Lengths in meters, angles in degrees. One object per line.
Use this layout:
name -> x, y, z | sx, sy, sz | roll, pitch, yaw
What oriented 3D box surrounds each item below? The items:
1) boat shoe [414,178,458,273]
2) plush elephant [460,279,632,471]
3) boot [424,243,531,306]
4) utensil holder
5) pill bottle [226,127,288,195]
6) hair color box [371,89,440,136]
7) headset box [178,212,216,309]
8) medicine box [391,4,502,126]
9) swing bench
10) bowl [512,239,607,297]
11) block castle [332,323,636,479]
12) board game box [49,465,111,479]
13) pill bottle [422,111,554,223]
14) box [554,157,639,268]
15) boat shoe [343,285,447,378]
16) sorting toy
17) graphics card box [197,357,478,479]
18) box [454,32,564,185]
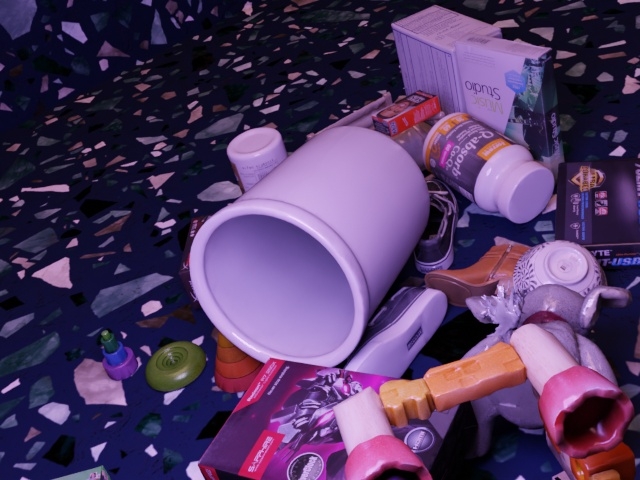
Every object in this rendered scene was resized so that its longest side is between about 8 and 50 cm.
boat shoe -> 0.234, -0.061, 1.768 | 0.113, 0.105, 0.306 | -5, 37, 18
plush elephant -> 0.348, 0.179, 1.272 | 0.272, 0.330, 0.255 | 1, 20, 37
boot -> 0.315, 0.059, 1.600 | 0.197, 0.073, 0.152 | 13, 45, 19
utensil holder -> 0.000, 0.000, 1.507 | 0.327, 0.328, 0.385 | 3, 29, 27
pill bottle -> -0.125, -0.137, 1.922 | 0.131, 0.229, 0.131 | -12, 35, 9
hair color box -> 0.195, -0.290, 1.866 | 0.141, 0.043, 0.072 | -30, 33, -18
headset box -> -0.146, 0.021, 1.817 | 0.293, 0.110, 0.218 | -11, 35, 9
medicine box -> 0.334, -0.429, 2.094 | 0.149, 0.263, 0.289 | -27, 36, -14
swing bench -> 0.147, -0.215, 1.978 | 0.253, 0.165, 0.254 | -31, 31, -17
bowl -> 0.437, 0.061, 1.475 | 0.170, 0.080, 0.170 | -3, 63, 5
block castle -> 0.212, 0.348, 0.919 | 0.303, 0.453, 0.213 | -19, 27, -3
board game box -> -0.514, 0.510, 1.360 | 0.317, 0.046, 0.213 | -16, 34, 3
pill bottle -> 0.364, -0.159, 1.789 | 0.162, 0.162, 0.278 | -30, 43, -17
box -> 0.623, -0.060, 1.630 | 0.293, 0.073, 0.295 | -3, 38, 22
boat shoe -> 0.113, 0.178, 1.492 | 0.102, 0.108, 0.301 | 14, 43, 37
sorting toy -> -0.280, 0.210, 1.603 | 0.365, 0.126, 0.127 | -2, 38, 20
graphics card box -> 0.024, 0.308, 1.234 | 0.371, 0.094, 0.233 | 5, 42, 34
box -> 0.422, -0.289, 1.813 | 0.058, 0.322, 0.232 | -37, 38, -22
